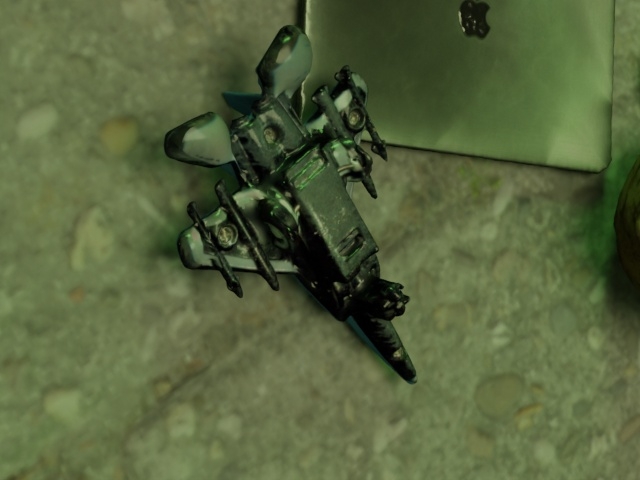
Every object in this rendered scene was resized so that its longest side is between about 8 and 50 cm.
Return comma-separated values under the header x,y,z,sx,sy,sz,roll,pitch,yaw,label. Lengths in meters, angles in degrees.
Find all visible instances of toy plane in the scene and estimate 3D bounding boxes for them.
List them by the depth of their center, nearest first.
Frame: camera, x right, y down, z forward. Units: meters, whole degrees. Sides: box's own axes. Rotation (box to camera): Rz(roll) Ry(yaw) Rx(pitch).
x,y,z,sx,sy,sz,roll,pitch,yaw,label
0.005,0.001,0.887,0.169,0.078,0.246,-45,112,-25,toy plane

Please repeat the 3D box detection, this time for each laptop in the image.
x,y,z,sx,sy,sz,roll,pitch,yaw,label
0.100,-0.150,0.989,0.269,0.015,0.187,5,86,-33,laptop

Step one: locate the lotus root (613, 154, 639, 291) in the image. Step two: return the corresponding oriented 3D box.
x,y,z,sx,sy,sz,roll,pitch,yaw,label
0.299,-0.006,1.046,0.257,0.140,0.154,-1,76,-43,lotus root
